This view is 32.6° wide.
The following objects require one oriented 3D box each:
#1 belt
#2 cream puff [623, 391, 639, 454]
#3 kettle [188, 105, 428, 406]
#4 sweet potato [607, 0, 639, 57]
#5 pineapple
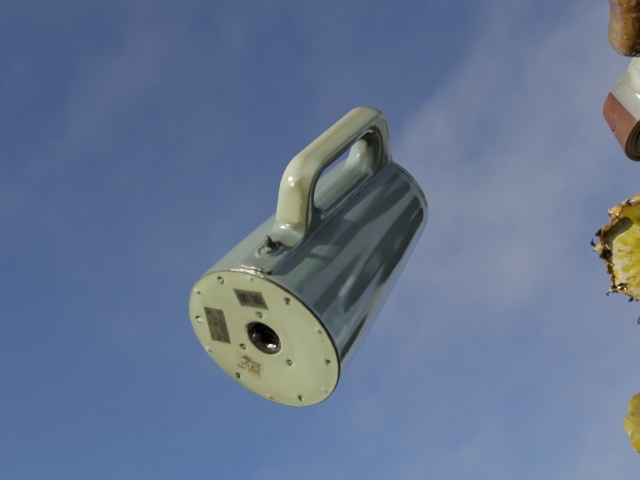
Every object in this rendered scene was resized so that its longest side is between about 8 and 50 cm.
[{"bbox_3d":[0.571,-0.239,1.729,0.184,0.105,0.261,15,-45,-37],"label":"belt"},{"bbox_3d":[0.466,0.234,1.374,0.146,0.146,0.116,-34,-67,30],"label":"cream puff"},{"bbox_3d":[0.000,0.000,1.047,0.160,0.243,0.210,12,-48,28],"label":"kettle"},{"bbox_3d":[0.300,-0.340,1.038,0.109,0.109,0.385,-7,-47,-6],"label":"sweet potato"},{"bbox_3d":[0.434,0.015,1.331,0.221,0.047,0.221,13,-52,16],"label":"pineapple"}]
